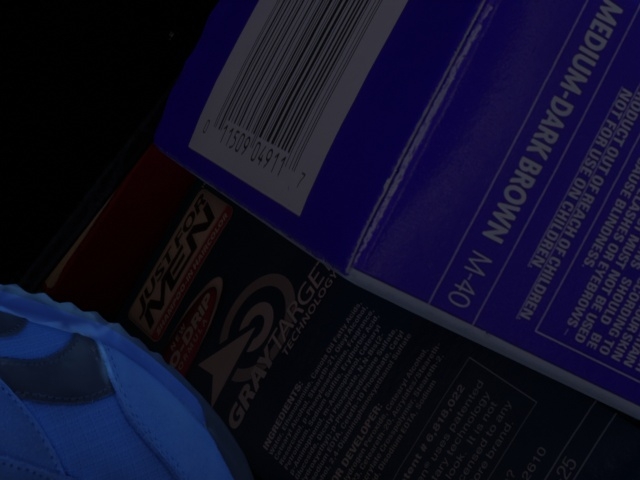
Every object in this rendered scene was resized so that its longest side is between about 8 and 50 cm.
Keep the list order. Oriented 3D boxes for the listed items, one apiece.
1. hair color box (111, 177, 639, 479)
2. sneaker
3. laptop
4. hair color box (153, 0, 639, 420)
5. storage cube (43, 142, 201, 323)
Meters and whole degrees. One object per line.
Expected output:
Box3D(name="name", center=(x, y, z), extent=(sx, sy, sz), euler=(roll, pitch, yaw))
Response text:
Box3D(name="hair color box", center=(0.064, 0.084, 0.717), extent=(0.174, 0.105, 0.347), euler=(28, 2, -34))
Box3D(name="sneaker", center=(-0.095, 0.038, 0.351), extent=(0.209, 0.069, 0.082), euler=(39, 30, -33))
Box3D(name="laptop", center=(-0.059, -0.140, 0.807), extent=(0.382, 0.408, 0.236), euler=(32, -8, 44))
Box3D(name="hair color box", center=(0.133, 0.010, 0.574), extent=(0.339, 0.110, 0.185), euler=(27, 3, -25))
Box3D(name="storage cube", center=(-0.048, -0.050, 0.925), extent=(0.193, 0.215, 0.183), euler=(27, 13, -36))
